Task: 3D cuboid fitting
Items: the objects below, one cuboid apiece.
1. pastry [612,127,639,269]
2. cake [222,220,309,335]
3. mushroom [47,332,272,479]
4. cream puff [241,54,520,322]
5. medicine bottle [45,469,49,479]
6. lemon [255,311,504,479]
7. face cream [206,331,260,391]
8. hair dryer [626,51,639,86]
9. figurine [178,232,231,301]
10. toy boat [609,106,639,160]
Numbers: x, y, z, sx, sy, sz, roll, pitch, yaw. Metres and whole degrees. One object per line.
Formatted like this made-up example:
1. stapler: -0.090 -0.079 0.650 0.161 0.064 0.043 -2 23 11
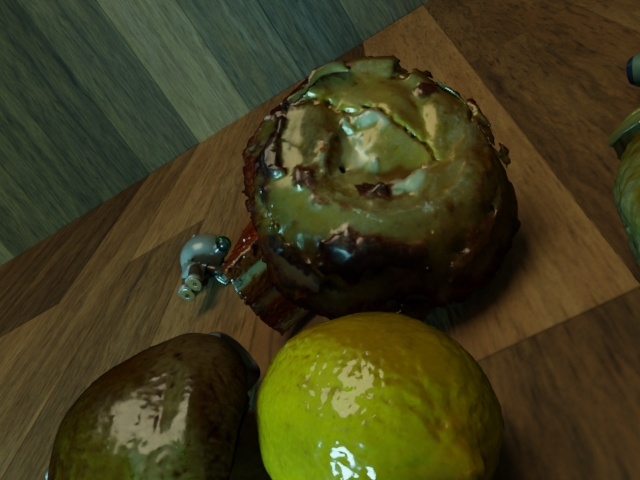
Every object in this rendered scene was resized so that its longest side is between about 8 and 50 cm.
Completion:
1. pastry: 0.405 -0.061 0.558 0.330 0.136 0.329 -28 24 13
2. cake: 0.000 0.000 0.989 0.160 0.158 0.262 -21 27 34
3. mushroom: -0.142 0.216 0.646 0.195 0.263 0.283 7 -5 15
4. cream puff: 0.063 -0.046 0.843 0.350 0.350 0.228 -44 -18 -22
5. medicine bottle: -0.280 0.274 0.960 0.221 0.061 0.092 -34 -3 1
6. lemon: 0.042 0.152 0.567 0.188 0.188 0.257 -45 25 -24
7. face cream: -0.224 0.248 0.827 0.337 0.080 0.163 -41 -17 -3
8. hair dryer: 0.483 -0.196 0.860 0.167 0.067 0.199 -15 39 29
9. figurine: -0.220 0.052 1.294 0.147 0.093 0.197 -51 24 21
10. toy boat: 0.425 -0.133 0.783 0.172 0.065 0.066 -15 50 34
